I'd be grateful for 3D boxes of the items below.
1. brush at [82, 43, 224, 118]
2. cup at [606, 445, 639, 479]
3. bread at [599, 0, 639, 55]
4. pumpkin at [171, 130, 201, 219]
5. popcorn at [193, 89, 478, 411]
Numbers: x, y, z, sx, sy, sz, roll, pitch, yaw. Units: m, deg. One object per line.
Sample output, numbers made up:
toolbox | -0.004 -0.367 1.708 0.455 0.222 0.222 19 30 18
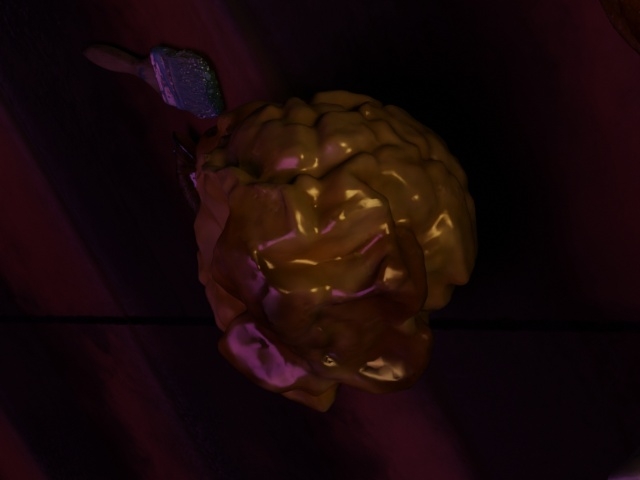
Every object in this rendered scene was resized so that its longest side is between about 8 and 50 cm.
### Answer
brush | -0.166 -0.163 1.552 0.196 0.021 0.070 22 139 41
cup | 0.308 0.172 1.066 0.219 0.257 0.289 56 148 -7
bread | 0.260 -0.117 0.998 0.344 0.084 0.124 45 148 11
pumpkin | -0.113 -0.056 1.583 0.073 0.035 0.101 45 153 31
popcorn | 0.000 0.000 1.340 0.332 0.225 0.265 -139 38 -58
